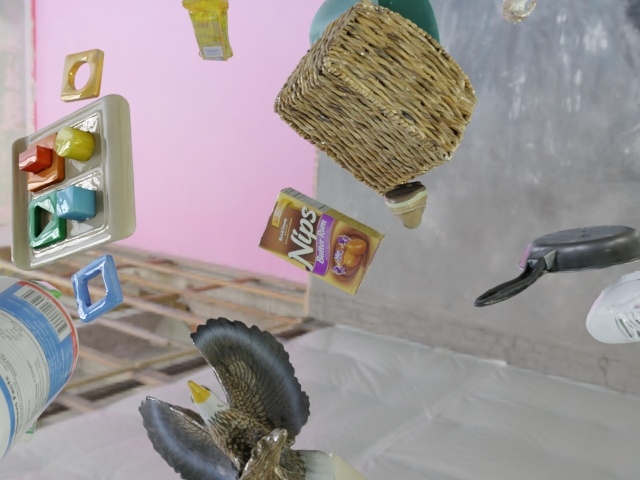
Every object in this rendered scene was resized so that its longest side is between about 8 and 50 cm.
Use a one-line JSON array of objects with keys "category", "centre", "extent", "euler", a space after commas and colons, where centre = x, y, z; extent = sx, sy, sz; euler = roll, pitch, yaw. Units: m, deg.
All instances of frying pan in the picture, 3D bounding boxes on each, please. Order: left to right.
[{"category": "frying pan", "centre": [0.335, 0.027, 1.073], "extent": [0.327, 0.053, 0.197], "euler": [-11, -174, -12]}]

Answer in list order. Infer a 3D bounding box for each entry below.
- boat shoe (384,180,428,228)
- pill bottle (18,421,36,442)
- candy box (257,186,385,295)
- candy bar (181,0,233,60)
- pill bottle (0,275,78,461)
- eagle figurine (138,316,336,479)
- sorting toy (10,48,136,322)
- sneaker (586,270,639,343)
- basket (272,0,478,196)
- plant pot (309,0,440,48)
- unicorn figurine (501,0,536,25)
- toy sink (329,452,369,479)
[{"category": "boat shoe", "centre": [0.149, -0.054, 1.187], "extent": [0.068, 0.072, 0.190], "euler": [-8, -172, 16]}, {"category": "pill bottle", "centre": [-0.544, 0.242, 1.267], "extent": [0.118, 0.208, 0.117], "euler": [6, 163, 2]}, {"category": "candy box", "centre": [0.000, 0.000, 1.211], "extent": [0.187, 0.109, 0.053], "euler": [27, -160, 10]}, {"category": "candy bar", "centre": [-0.105, -0.201, 0.697], "extent": [0.040, 0.018, 0.161], "euler": [-2, 179, -5]}, {"category": "pill bottle", "centre": [-0.275, 0.115, 0.532], "extent": [0.125, 0.124, 0.221], "euler": [3, -165, 2]}, {"category": "eagle figurine", "centre": [-0.123, 0.256, 1.004], "extent": [0.227, 0.225, 0.298], "euler": [-9, -165, -19]}, {"category": "sorting toy", "centre": [-0.311, -0.071, 0.867], "extent": [0.196, 0.347, 0.047], "euler": [-15, 163, 28]}, {"category": "sneaker", "centre": [0.436, 0.092, 0.933], "extent": [0.095, 0.090, 0.235], "euler": [-42, -175, -39]}, {"category": "basket", "centre": [0.103, -0.265, 1.328], "extent": [0.299, 0.213, 0.223], "euler": [34, 152, -16]}, {"category": "plant pot", "centre": [0.117, -0.494, 1.739], "extent": [0.235, 0.292, 0.293], "euler": [-11, 179, 36]}, {"category": "unicorn figurine", "centre": [0.361, -0.455, 1.331], "extent": [0.111, 0.161, 0.060], "euler": [-23, 160, -26]}, {"category": "toy sink", "centre": [0.057, 0.496, 1.179], "extent": [0.234, 0.131, 0.152], "euler": [40, -160, -8]}]
